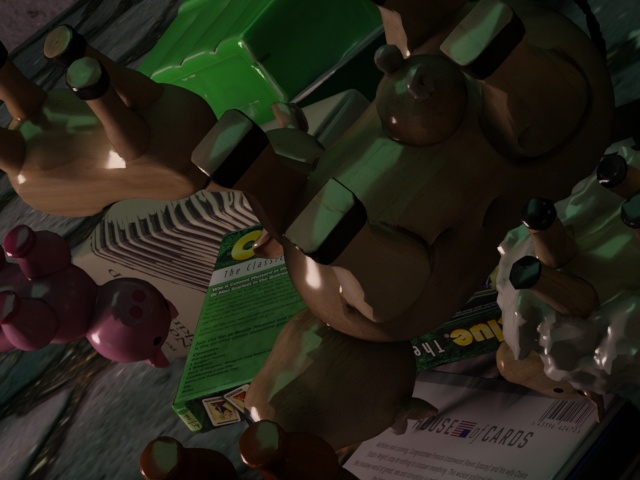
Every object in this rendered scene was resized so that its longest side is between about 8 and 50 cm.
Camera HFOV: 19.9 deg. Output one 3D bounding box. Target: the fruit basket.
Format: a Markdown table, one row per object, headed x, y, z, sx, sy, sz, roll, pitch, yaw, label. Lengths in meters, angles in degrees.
| x | y | z | sx | sy | sz | roll | pitch | yaw | label |
| --- | --- | --- | --- | --- | --- | --- | --- | --- | --- |
| 0.047 | -0.169 | 1.348 | 0.353 | 0.165 | 0.327 | -35 | 11 | -31 | fruit basket |

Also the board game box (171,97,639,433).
| x | y | z | sx | sy | sz | roll | pitch | yaw | label |
| --- | --- | --- | --- | --- | --- | --- | --- | --- | --- |
| 0.051 | 0.013 | 0.920 | 0.260 | 0.030 | 0.136 | -17 | 37 | 26 | board game box |

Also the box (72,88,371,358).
| x | y | z | sx | sy | sz | roll | pitch | yaw | label |
| --- | --- | --- | --- | --- | --- | --- | --- | --- | --- |
| -0.040 | -0.003 | 1.150 | 0.094 | 0.113 | 0.275 | -54 | 19 | -27 | box |

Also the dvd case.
| x | y | z | sx | sy | sz | roll | pitch | yaw | label |
| --- | --- | --- | --- | --- | --- | --- | --- | --- | --- |
| 0.019 | 0.155 | 0.782 | 0.238 | 0.029 | 0.179 | -48 | 18 | -16 | dvd case |

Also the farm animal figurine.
| x | y | z | sx | sy | sz | roll | pitch | yaw | label |
| --- | --- | --- | --- | --- | --- | --- | --- | --- | --- |
| 0.000 | 0.000 | 0.805 | 0.327 | 0.172 | 0.330 | -36 | 53 | 11 | farm animal figurine |
